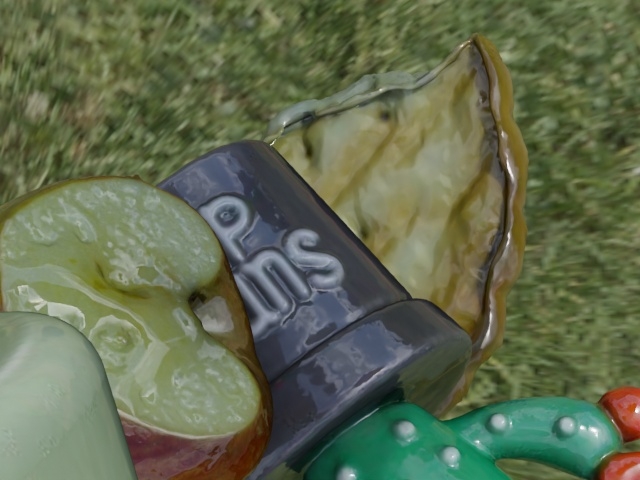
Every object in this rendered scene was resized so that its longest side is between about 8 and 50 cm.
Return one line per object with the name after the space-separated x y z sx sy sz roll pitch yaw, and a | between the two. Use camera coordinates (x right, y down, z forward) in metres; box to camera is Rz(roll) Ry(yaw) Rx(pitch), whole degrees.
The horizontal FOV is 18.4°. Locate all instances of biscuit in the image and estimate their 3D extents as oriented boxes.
0.000 0.000 1.453 0.335 0.078 0.329 5 70 30 | biscuit

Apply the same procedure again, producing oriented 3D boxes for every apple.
-0.116 0.062 1.056 0.173 0.160 0.195 -7 62 -20 | apple

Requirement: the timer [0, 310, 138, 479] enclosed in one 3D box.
-0.129 0.219 0.509 0.291 0.291 0.315 -26 100 -10 | timer

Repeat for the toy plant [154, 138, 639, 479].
0.023 0.135 1.182 0.279 0.185 0.400 -27 70 -38 | toy plant
